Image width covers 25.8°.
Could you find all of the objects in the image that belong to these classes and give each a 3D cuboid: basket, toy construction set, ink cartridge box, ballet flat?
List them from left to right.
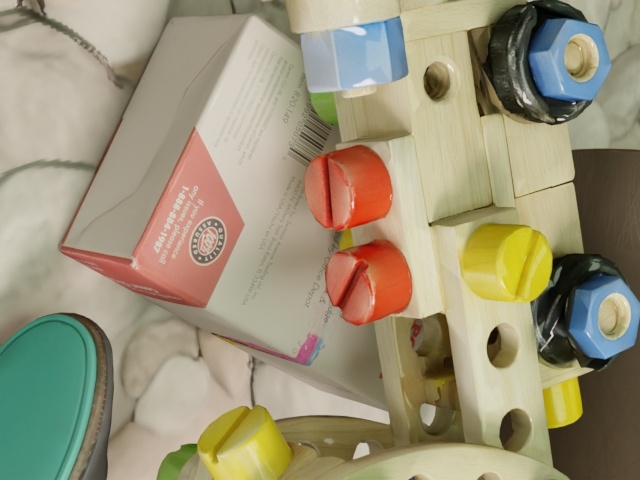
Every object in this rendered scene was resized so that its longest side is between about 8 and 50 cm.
[{"bbox_3d":[-0.126,0.128,0.539,0.074,0.074,0.203,34,68,-36],"label":"ballet flat"},{"bbox_3d":[0.000,0.000,0.618,0.198,0.067,0.115,33,75,-35],"label":"ink cartridge box"},{"bbox_3d":[0.020,0.009,0.510,0.215,0.151,0.327,-16,116,-34],"label":"toy construction set"},{"bbox_3d":[0.150,0.079,0.691,0.204,0.154,0.226,50,48,-78],"label":"basket"}]
